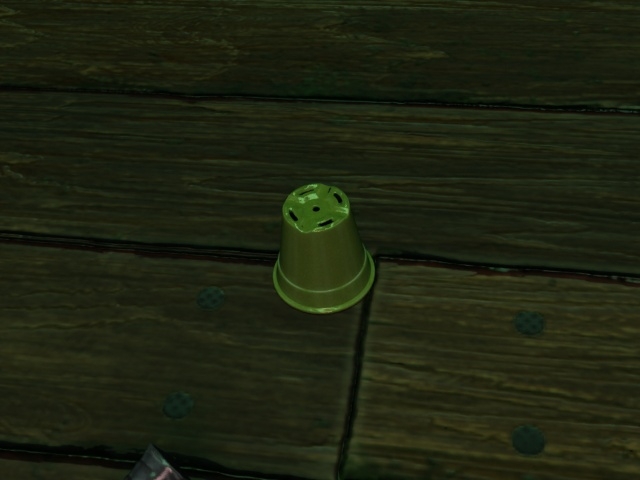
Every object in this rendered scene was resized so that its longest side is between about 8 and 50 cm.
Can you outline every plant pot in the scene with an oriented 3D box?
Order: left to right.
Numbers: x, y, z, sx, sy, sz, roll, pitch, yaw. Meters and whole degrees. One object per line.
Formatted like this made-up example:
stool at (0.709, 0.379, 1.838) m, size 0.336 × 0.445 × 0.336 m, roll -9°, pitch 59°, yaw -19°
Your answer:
plant pot at (0.000, 0.000, 0.699) m, size 0.083 × 0.079 × 0.083 m, roll -3°, pitch 47°, yaw 3°

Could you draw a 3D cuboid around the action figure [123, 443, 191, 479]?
action figure at (-0.162, 0.249, 0.487) m, size 0.285 × 0.099 × 0.185 m, roll -36°, pitch 61°, yaw -20°
